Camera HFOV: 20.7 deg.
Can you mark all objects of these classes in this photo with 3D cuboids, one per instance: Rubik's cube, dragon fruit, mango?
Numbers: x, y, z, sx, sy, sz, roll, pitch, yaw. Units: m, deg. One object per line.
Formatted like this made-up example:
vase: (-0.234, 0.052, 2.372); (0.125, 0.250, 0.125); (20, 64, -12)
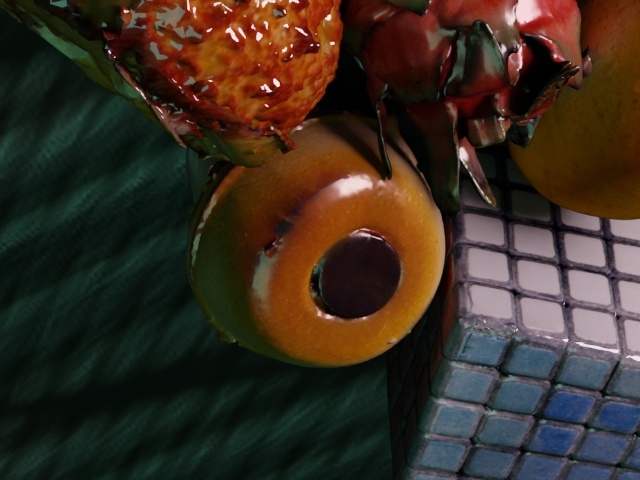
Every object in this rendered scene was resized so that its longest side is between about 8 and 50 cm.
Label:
Rubik's cube: (0.198, 0.086, 1.549); (0.237, 0.238, 0.237); (8, 134, -9)
dragon fruit: (0.109, -0.161, 1.339); (0.192, 0.193, 0.274); (-13, 111, 21)
mango: (0.269, -0.126, 1.390); (0.350, 0.199, 0.201); (-31, 98, 47)

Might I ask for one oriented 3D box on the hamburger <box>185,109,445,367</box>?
hamburger: (-0.004, 0.002, 1.430); (0.237, 0.147, 0.236); (-10, 115, -22)

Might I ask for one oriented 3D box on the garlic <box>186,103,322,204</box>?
garlic: (-0.043, -0.025, 1.580); (0.143, 0.112, 0.318); (-6, 144, 8)

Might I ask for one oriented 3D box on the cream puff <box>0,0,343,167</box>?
cream puff: (-0.119, -0.218, 1.270); (0.350, 0.350, 0.228); (38, 87, -27)
